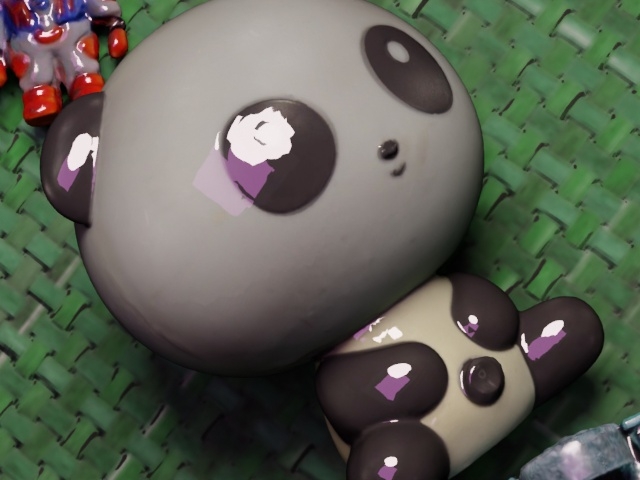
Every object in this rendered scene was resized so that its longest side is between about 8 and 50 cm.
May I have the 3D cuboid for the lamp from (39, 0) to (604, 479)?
[{"bbox_3d":[0.000,0.000,0.905,0.198,0.198,0.244,-38,86,3],"label":"lamp"}]

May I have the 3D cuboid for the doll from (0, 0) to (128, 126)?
[{"bbox_3d":[-0.154,-0.157,1.035,0.104,0.062,0.195,-15,83,16],"label":"doll"}]

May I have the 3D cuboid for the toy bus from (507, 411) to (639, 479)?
[{"bbox_3d":[0.100,0.161,0.859,0.256,0.147,0.128,-29,77,11],"label":"toy bus"}]
